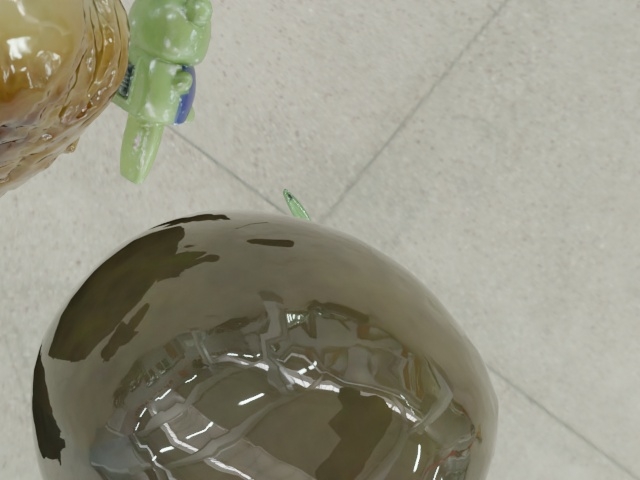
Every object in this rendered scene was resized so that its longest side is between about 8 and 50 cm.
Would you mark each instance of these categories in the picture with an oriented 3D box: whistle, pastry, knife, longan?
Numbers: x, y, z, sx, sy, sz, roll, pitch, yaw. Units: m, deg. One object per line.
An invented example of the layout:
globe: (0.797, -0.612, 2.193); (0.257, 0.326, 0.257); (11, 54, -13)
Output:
whistle: (-0.169, -0.168, 1.001); (0.085, 0.105, 0.228); (-4, 117, -47)
pastry: (-0.348, -0.138, 0.744); (0.409, 0.409, 0.245); (-30, 90, -3)
knife: (0.000, 0.000, 1.522); (0.030, 0.014, 0.207); (-34, 78, 4)
longan: (-0.039, 0.102, 0.597); (0.300, 0.300, 0.243); (16, 100, -21)
